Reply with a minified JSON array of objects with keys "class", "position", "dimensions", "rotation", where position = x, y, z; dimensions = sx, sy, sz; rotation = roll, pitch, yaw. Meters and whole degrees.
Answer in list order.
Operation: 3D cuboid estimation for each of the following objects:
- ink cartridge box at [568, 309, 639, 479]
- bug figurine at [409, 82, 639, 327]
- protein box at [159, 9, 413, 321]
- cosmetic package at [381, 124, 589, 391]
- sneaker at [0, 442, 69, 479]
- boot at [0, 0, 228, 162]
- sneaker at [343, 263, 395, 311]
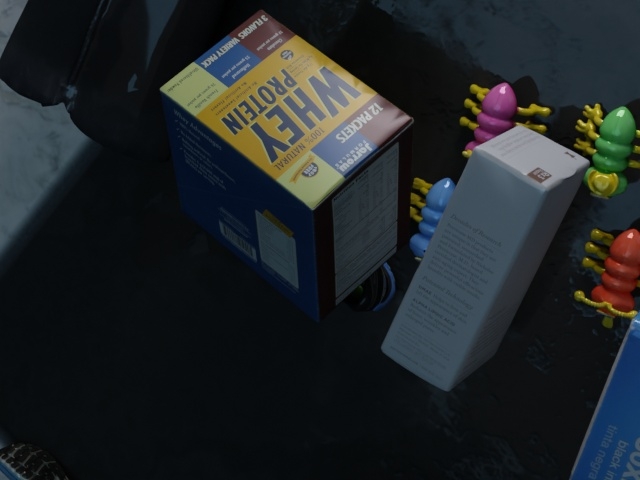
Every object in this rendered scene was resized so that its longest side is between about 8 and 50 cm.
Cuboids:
[{"class":"ink cartridge box","position":[0.449,0.179,1.267],"dimensions":[0.395,0.285,0.166],"rotation":[23,110,17]},{"class":"bug figurine","position":[0.211,-0.039,1.440],"dimensions":[0.279,0.072,0.216],"rotation":[16,106,19]},{"class":"protein box","position":[-0.029,-0.069,1.418],"dimensions":[0.200,0.136,0.201],"rotation":[38,156,23]},{"class":"cosmetic package","position":[0.152,0.016,1.376],"dimensions":[0.085,0.117,0.231],"rotation":[31,117,19]},{"class":"sneaker","position":[-0.325,0.305,1.733],"dimensions":[0.162,0.063,0.073],"rotation":[40,115,11]},{"class":"boot","position":[-0.097,-0.267,1.480],"dimensions":[0.367,0.146,0.445],"rotation":[37,109,20]},{"class":"sneaker","position":[0.000,0.000,1.530],"dimensions":[0.188,0.078,0.067],"rotation":[47,114,10]}]
